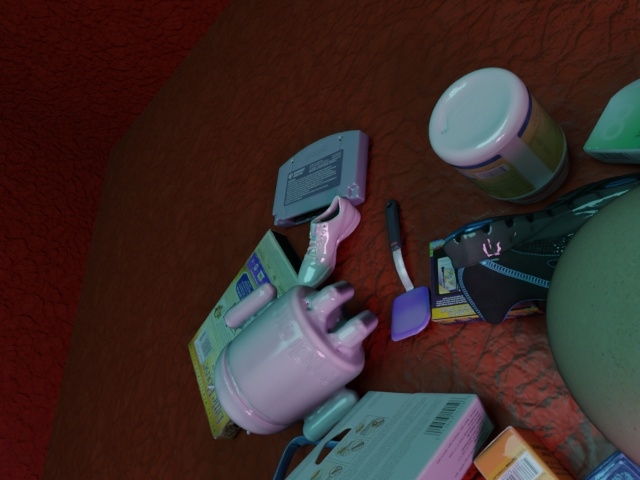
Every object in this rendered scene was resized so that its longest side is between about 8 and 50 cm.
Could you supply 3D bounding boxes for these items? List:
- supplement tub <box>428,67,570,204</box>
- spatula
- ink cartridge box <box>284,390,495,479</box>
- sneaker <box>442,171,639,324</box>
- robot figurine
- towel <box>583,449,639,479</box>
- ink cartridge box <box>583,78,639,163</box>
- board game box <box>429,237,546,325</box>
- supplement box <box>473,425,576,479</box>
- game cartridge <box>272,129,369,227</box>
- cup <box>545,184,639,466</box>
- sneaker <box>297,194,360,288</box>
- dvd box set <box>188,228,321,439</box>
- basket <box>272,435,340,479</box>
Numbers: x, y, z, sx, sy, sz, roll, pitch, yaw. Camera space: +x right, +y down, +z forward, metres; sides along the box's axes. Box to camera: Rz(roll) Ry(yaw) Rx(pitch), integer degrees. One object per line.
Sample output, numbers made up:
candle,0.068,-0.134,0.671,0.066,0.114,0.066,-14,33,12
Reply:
supplement tub,0.272,-0.145,0.684,0.144,0.199,0.144,-24,55,39
spatula,0.153,0.041,0.865,0.084,0.030,0.296,-30,51,36
ink cartridge box,0.077,0.324,0.653,0.239,0.275,0.060,-25,97,53
sneaker,0.342,0.004,0.589,0.341,0.125,0.140,-19,92,20
robot figurine,-0.060,0.223,0.863,0.353,0.200,0.300,-43,74,16
towel,0.356,0.299,0.499,0.067,0.029,0.119,-45,43,7
ink cartridge box,0.457,-0.202,0.563,0.225,0.056,0.181,-65,12,6
board game box,0.259,0.054,0.724,0.170,0.048,0.141,-17,62,43
supplement box,0.292,0.335,0.527,0.080,0.078,0.233,-51,42,13
game cartridge,-0.002,-0.152,1.121,0.294,0.060,0.196,-15,65,44
cup,0.353,0.084,0.364,0.331,0.237,0.331,-1,88,31
sneaker,0.000,0.000,0.977,0.080,0.094,0.212,21,77,39
dvd box set,-0.168,0.222,1.121,0.420,0.062,0.307,-54,41,15
basket,-0.013,0.458,0.739,0.254,0.201,0.289,-20,24,41
